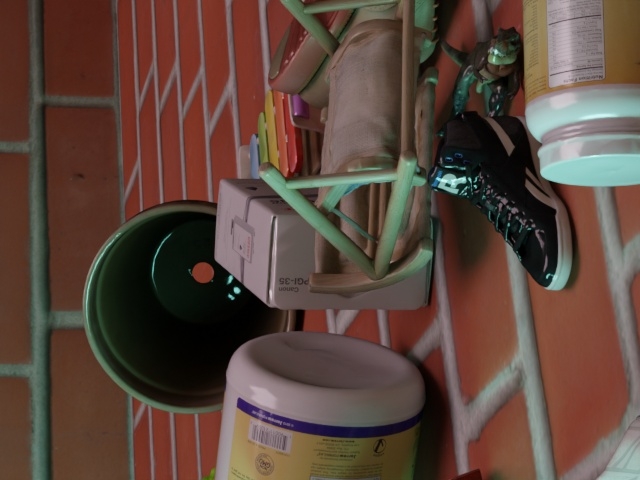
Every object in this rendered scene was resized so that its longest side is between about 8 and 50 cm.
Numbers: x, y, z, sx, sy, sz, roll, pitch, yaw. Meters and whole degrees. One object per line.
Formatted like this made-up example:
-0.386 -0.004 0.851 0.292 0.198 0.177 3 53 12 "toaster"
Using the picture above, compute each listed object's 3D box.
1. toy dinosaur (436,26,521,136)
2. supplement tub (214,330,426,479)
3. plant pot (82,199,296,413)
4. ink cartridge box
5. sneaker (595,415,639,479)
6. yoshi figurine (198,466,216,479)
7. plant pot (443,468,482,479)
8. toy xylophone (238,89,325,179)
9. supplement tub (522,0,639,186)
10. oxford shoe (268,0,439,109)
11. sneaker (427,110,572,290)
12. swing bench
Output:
0.172 -0.167 1.887 0.268 0.064 0.118 -165 82 -78 "toy dinosaur"
-0.010 0.298 2.094 0.241 0.241 0.331 -131 46 -67 "supplement tub"
-0.192 0.079 2.727 0.280 0.323 0.323 -81 -3 -79 "plant pot"
0.000 0.000 2.169 0.283 0.207 0.117 -147 59 -71 "ink cartridge box"
0.269 0.216 1.429 0.292 0.110 0.118 124 155 -50 "sneaker"
-0.082 0.332 2.434 0.362 0.203 0.204 118 157 -50 "yoshi figurine"
0.041 0.403 1.791 0.267 0.267 0.236 -24 82 29 "plant pot"
-0.043 -0.127 2.562 0.323 0.081 0.236 116 151 -54 "toy xylophone"
0.244 -0.155 1.473 0.144 0.144 0.200 149 122 -71 "supplement tub"
0.094 -0.299 2.074 0.397 0.146 0.140 -46 24 41 "oxford shoe"
0.171 -0.038 1.745 0.079 0.121 0.217 109 157 -45 "sneaker"
0.048 -0.112 1.918 0.255 0.165 0.253 67 -158 -56 "swing bench"
